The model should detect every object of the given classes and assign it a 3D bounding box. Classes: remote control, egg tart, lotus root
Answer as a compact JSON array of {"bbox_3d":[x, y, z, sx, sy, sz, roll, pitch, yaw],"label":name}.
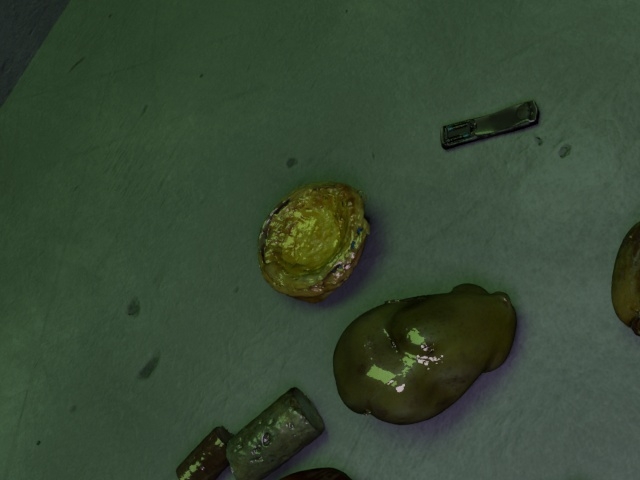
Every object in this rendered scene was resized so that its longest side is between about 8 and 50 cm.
[{"bbox_3d":[0.343,-0.235,2.134,0.212,0.028,0.059,-15,54,27],"label":"remote control"},{"bbox_3d":[0.000,0.000,2.179,0.291,0.107,0.290,-17,58,30],"label":"egg tart"},{"bbox_3d":[0.570,0.032,1.738,0.154,0.154,0.278,2,65,35],"label":"lotus root"}]

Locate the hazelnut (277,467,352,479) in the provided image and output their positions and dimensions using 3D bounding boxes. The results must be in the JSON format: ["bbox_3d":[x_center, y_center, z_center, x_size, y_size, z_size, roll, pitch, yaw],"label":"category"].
[{"bbox_3d":[-0.021,0.497,1.840,0.212,0.181,0.181,-8,85,53],"label":"hazelnut"}]

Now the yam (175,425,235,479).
[{"bbox_3d":[-0.223,0.436,2.074,0.127,0.084,0.084,-43,47,3],"label":"yam"}]

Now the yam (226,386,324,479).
[{"bbox_3d":[-0.094,0.381,2.005,0.194,0.107,0.107,-40,48,9],"label":"yam"}]

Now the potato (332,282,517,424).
[{"bbox_3d":[0.190,0.196,1.868,0.351,0.202,0.218,-32,36,-3],"label":"potato"}]
